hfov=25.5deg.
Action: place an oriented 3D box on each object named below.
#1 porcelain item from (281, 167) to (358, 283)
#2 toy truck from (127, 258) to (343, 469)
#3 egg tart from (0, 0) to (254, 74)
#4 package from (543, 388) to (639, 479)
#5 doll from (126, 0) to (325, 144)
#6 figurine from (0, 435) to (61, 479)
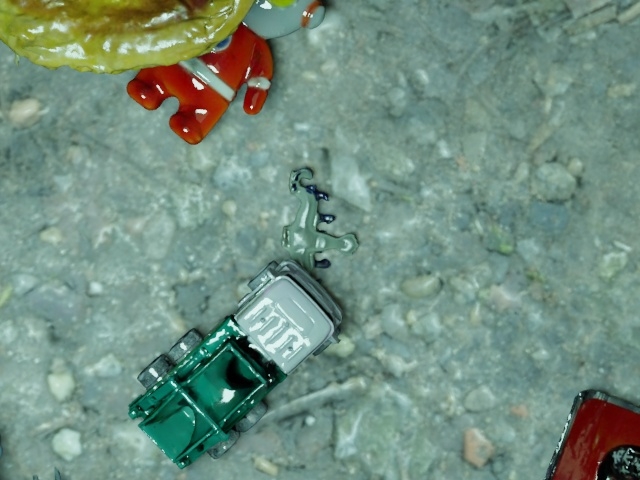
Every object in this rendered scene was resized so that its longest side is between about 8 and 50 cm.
[{"bbox_3d":[0.000,0.000,1.377,0.075,0.021,0.136,7,89,-4],"label":"porcelain item"},{"bbox_3d":[-0.080,0.121,1.314,0.216,0.116,0.110,-42,94,7],"label":"toy truck"},{"bbox_3d":[-0.186,-0.303,1.278,0.352,0.153,0.339,28,90,16],"label":"egg tart"},{"bbox_3d":[0.346,0.277,1.390,0.269,0.071,0.194,19,86,8],"label":"package"},{"bbox_3d":[-0.076,-0.208,1.346,0.142,0.076,0.245,40,92,6],"label":"doll"},{"bbox_3d":[-0.214,0.353,1.273,0.388,0.248,0.276,37,90,6],"label":"figurine"}]
